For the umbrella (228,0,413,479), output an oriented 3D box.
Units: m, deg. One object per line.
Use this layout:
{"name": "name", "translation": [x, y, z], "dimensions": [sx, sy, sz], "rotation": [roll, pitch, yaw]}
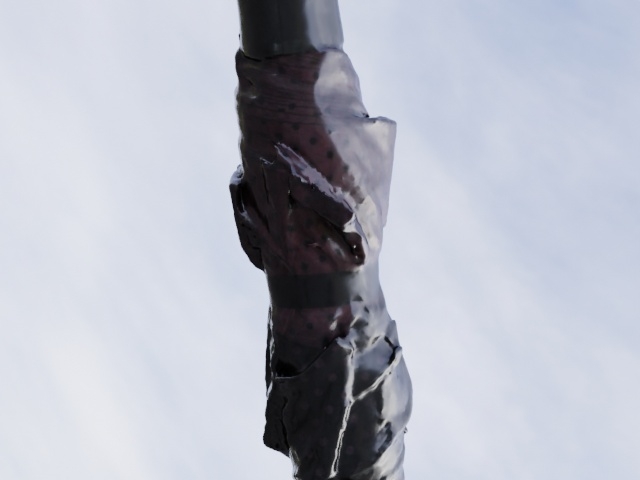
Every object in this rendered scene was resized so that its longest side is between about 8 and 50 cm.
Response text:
{"name": "umbrella", "translation": [0.000, 0.000, 0.684], "dimensions": [0.090, 0.094, 0.326], "rotation": [1, -76, 30]}
